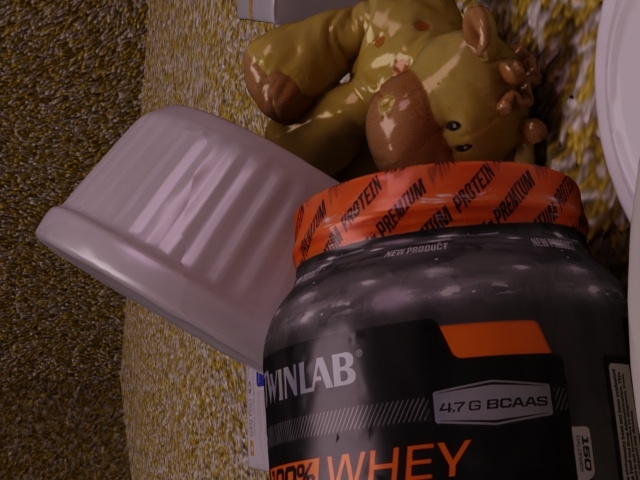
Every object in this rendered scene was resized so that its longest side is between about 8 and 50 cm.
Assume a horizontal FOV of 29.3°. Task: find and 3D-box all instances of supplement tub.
[{"bbox_3d":[0.077,0.143,0.646,0.207,0.207,0.338,131,136,-68],"label":"supplement tub"}]

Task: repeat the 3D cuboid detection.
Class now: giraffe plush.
[{"bbox_3d":[0.072,-0.095,0.822,0.210,0.181,0.170,-52,36,8],"label":"giraffe plush"}]

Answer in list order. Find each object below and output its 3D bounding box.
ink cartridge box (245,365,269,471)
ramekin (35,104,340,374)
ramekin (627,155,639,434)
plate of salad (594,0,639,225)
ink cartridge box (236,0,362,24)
[{"bbox_3d":[-0.017,0.156,1.279,0.371,0.069,0.176,147,122,-75],"label":"ink cartridge box"},{"bbox_3d":[-0.049,0.014,0.858,0.127,0.272,0.273,-59,12,-8],"label":"ramekin"},{"bbox_3d":[0.200,0.019,0.289,0.303,0.148,0.304,180,90,-75],"label":"ramekin"},{"bbox_3d":[0.186,-0.066,0.540,0.200,0.048,0.200,171,90,-69],"label":"plate of salad"},{"bbox_3d":[0.004,-0.250,1.066,0.176,0.128,0.127,-138,49,-72],"label":"ink cartridge box"}]
